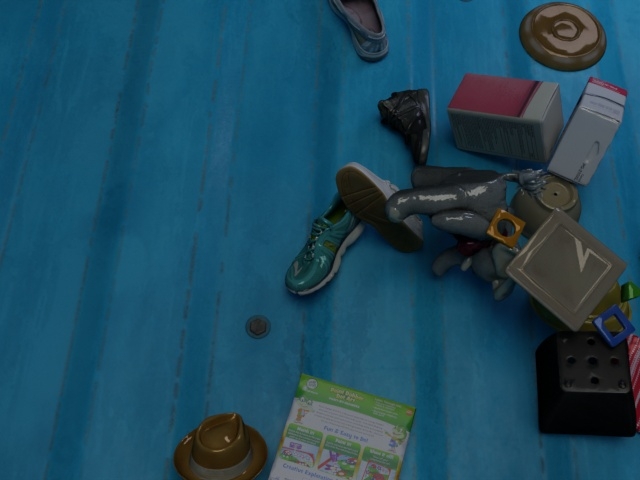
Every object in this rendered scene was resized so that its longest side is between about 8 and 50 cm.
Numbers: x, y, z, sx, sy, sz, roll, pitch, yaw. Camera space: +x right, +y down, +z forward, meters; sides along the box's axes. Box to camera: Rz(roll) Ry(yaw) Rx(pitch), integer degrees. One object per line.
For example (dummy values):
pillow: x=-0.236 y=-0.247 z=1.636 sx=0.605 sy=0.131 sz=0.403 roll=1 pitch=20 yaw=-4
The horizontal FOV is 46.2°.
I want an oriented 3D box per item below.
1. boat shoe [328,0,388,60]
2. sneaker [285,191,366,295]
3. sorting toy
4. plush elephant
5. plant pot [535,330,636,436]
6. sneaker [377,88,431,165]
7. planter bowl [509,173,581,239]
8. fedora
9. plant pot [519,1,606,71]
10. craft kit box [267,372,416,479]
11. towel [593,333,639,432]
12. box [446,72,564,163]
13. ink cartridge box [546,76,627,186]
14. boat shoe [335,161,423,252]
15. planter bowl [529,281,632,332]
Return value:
boat shoe: x=0.099 y=-0.626 z=1.994 sx=0.118 sy=0.103 sz=0.320 roll=-15 pitch=65 yaw=-8
sneaker: x=0.000 y=0.000 z=1.670 sx=0.107 sy=0.110 sz=0.275 roll=17 pitch=60 yaw=30
sorting toy: x=0.479 y=0.057 z=1.483 sx=0.347 sy=0.047 sz=0.196 roll=41 pitch=71 yaw=6
plush elephant: x=0.328 y=-0.018 z=1.616 sx=0.330 sy=0.255 sz=0.272 roll=-3 pitch=20 yaw=16
plant pot: x=0.533 y=0.272 z=1.499 sx=0.188 sy=0.167 sz=0.187 roll=-1 pitch=58 yaw=13
sneaker: x=0.205 y=-0.276 z=1.836 sx=0.130 sy=0.087 sz=0.227 roll=-1 pitch=61 yaw=0
planter bowl: x=0.530 y=-0.087 z=1.734 sx=0.162 sy=0.109 sz=0.162 roll=0 pitch=63 yaw=-1
fedora: x=-0.191 y=0.393 z=1.452 sx=0.194 sy=0.079 sz=0.194 roll=5 pitch=26 yaw=-3
plant pot: x=0.654 y=-0.556 z=2.012 sx=0.236 sy=0.032 sz=0.236 roll=0 pitch=63 yaw=-1
craft kit box: x=0.042 y=0.420 z=1.504 sx=0.250 sy=0.061 sz=0.247 roll=16 pitch=67 yaw=7
towel: x=0.718 y=0.324 z=1.579 sx=0.275 sy=0.031 sz=0.199 roll=29 pitch=67 yaw=12
box: x=0.437 y=-0.290 z=1.769 sx=0.232 sy=0.149 sz=0.127 roll=15 pitch=62 yaw=31
ink cartridge box: x=0.617 y=-0.254 z=1.731 sx=0.100 sy=0.172 sz=0.237 roll=25 pitch=35 yaw=11
boat shoe: x=0.136 y=-0.088 z=1.679 sx=0.098 sy=0.277 sz=0.096 roll=-19 pitch=39 yaw=36
planter bowl: x=0.565 y=0.103 z=1.608 sx=0.217 sy=0.090 sz=0.217 roll=0 pitch=39 yaw=0
